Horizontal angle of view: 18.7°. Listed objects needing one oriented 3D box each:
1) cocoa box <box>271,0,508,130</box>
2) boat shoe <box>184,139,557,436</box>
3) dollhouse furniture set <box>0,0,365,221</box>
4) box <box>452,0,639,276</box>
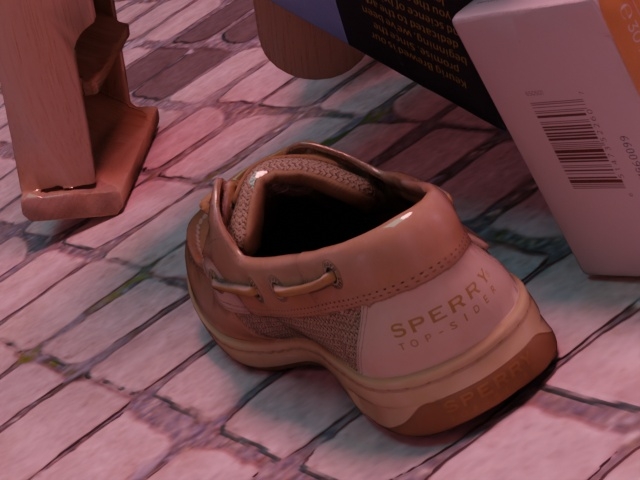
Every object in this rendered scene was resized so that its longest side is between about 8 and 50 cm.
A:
[{"bbox_3d":[0.025,-0.258,0.923,0.347,0.228,0.231,33,62,33],"label":"cocoa box"},{"bbox_3d":[0.000,0.000,0.867,0.109,0.098,0.302,-33,19,-12],"label":"boat shoe"},{"bbox_3d":[-0.009,-0.176,1.268,0.394,0.256,0.362,-5,23,6],"label":"dollhouse furniture set"},{"bbox_3d":[0.163,-0.083,0.798,0.170,0.130,0.091,-39,20,-25],"label":"box"}]
